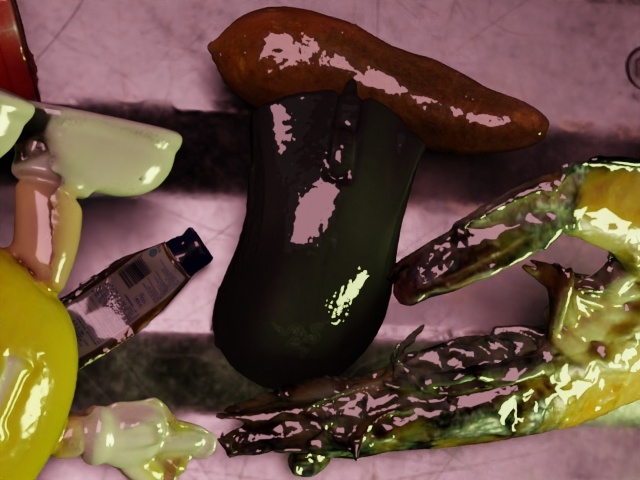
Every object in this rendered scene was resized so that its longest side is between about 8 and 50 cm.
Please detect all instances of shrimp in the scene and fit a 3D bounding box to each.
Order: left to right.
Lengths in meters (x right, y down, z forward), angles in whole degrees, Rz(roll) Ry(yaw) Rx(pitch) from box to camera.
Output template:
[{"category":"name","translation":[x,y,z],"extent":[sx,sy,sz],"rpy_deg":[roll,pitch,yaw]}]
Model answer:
[{"category":"shrimp","translation":[0.126,0.072,1.027],"extent":[0.445,0.272,0.085],"rpy_deg":[-18,43,-3]}]

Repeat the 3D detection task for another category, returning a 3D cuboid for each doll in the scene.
[{"category":"doll","translation":[-0.255,0.072,0.980],"extent":[0.348,0.161,0.423],"rpy_deg":[-10,107,-18]}]

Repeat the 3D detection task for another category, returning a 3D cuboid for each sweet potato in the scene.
[{"category":"sweet potato","translation":[0.049,-0.132,1.117],"extent":[0.292,0.097,0.097],"rpy_deg":[15,76,-1]}]

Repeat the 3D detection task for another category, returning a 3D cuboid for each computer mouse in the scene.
[{"category":"computer mouse","translation":[0.000,0.000,1.054],"extent":[0.147,0.088,0.264],"rpy_deg":[9,94,-9]}]

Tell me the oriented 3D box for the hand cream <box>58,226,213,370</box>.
[{"category":"hand cream","translation":[-0.163,0.047,1.086],"extent":[0.163,0.039,0.062],"rpy_deg":[-34,86,-8]}]

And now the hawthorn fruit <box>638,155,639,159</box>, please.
[{"category":"hawthorn fruit","translation":[0.348,-0.045,1.107],"extent":[0.148,0.172,0.148],"rpy_deg":[-3,101,-13]}]

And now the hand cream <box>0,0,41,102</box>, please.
[{"category":"hand cream","translation":[-0.298,-0.173,1.031],"extent":[0.125,0.193,0.193],"rpy_deg":[-13,80,-8]}]
